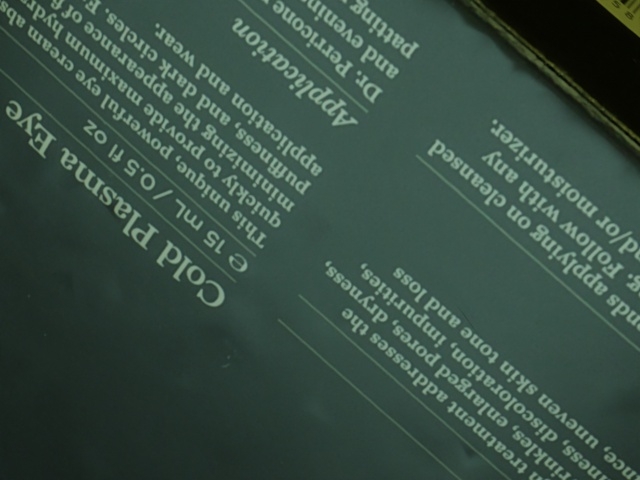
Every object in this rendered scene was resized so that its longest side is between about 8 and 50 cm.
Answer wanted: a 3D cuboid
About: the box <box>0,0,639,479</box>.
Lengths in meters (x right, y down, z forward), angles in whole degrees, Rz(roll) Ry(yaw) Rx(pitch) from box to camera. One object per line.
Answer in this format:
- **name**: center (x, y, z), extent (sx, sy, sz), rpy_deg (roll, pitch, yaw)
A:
- **box**: center (0.000, 0.000, 0.496), extent (0.343, 0.179, 0.312), rpy_deg (42, 127, 3)
